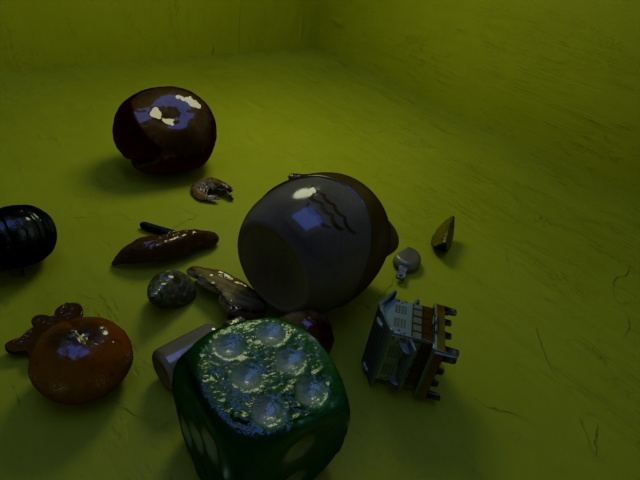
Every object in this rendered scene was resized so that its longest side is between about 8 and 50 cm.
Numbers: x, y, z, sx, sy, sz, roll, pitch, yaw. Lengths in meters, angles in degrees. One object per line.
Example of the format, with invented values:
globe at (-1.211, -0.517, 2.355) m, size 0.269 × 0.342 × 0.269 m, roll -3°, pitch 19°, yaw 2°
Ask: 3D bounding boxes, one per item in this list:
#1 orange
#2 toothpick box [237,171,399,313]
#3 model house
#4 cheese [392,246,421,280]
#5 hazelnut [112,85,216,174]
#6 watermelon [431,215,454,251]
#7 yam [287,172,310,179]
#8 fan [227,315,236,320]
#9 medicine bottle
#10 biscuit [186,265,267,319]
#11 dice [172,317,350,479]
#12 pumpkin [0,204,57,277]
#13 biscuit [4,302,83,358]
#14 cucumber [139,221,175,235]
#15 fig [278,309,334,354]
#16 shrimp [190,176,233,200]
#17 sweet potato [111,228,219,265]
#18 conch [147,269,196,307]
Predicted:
orange at (-0.567, 0.275, 1.138) m, size 0.224 × 0.170 × 0.224 m, roll 7°, pitch 38°, yaw -5°
toothpick box at (0.000, 0.000, 1.451) m, size 0.409 × 0.408 × 0.425 m, roll 32°, pitch 44°, yaw 28°
model house at (0.235, 0.275, 1.267) m, size 0.216 × 0.224 × 0.198 m, roll 12°, pitch 37°, yaw 3°
cheese at (0.294, 0.081, 1.690) m, size 0.092 × 0.047 × 0.171 m, roll 30°, pitch 41°, yaw 27°
hazelnut at (-0.634, -0.435, 1.971) m, size 0.410 × 0.359 × 0.359 m, roll -13°, pitch 42°, yaw -21°
watermelon at (0.462, -0.015, 1.828) m, size 0.075 × 0.091 × 0.181 m, roll 9°, pitch 42°, yaw 23°
yam at (-0.013, -0.269, 2.099) m, size 0.264 × 0.046 × 0.046 m, roll 2°, pitch 37°, yaw -11°
fan at (-0.231, 0.230, 1.411) m, size 0.083 × 0.004 × 0.056 m, roll -4°, pitch 37°, yaw -17°
medicine bottle at (-0.298, 0.278, 1.239) m, size 0.252 × 0.114 × 0.114 m, roll -26°, pitch 49°, yaw -38°
biscuit at (-0.274, 0.153, 1.443) m, size 0.154 × 0.045 × 0.299 m, roll 5°, pitch 21°, yaw -45°
dice at (-0.130, 0.360, 1.012) m, size 0.287 × 0.299 × 0.297 m, roll -13°, pitch 41°, yaw -31°
pumpkin at (-0.916, 0.006, 1.414) m, size 0.250 × 0.216 × 0.250 m, roll -7°, pitch 8°, yaw 1°
biscuit at (-0.712, 0.240, 1.270) m, size 0.138 × 0.031 × 0.205 m, roll 15°, pitch 37°, yaw 7°
cucumber at (-0.578, -0.040, 1.678) m, size 0.133 × 0.032 × 0.032 m, roll 16°, pitch 37°, yaw 8°
fig at (-0.095, 0.263, 1.307) m, size 0.257 × 0.159 × 0.159 m, roll 2°, pitch 31°, yaw 25°
shrimp at (-0.434, -0.196, 1.919) m, size 0.188 × 0.051 × 0.132 m, roll 14°, pitch 55°, yaw 16°
sweet potato at (-0.496, 0.018, 1.563) m, size 0.355 × 0.106 × 0.095 m, roll -15°, pitch 76°, yaw -28°
conch at (-0.444, 0.140, 1.410) m, size 0.173 × 0.106 × 0.116 m, roll -5°, pitch 55°, yaw -42°
